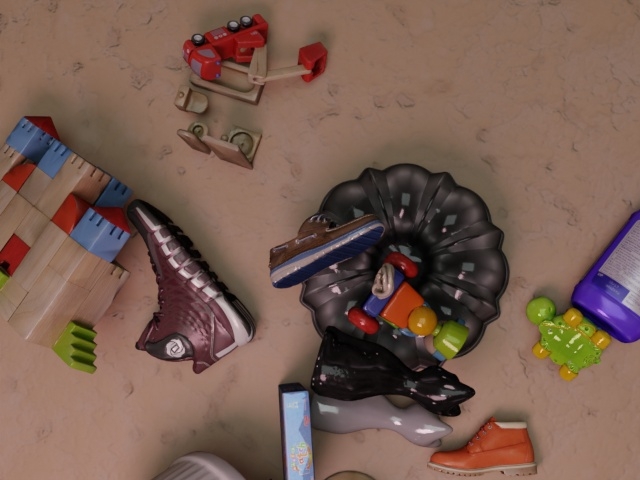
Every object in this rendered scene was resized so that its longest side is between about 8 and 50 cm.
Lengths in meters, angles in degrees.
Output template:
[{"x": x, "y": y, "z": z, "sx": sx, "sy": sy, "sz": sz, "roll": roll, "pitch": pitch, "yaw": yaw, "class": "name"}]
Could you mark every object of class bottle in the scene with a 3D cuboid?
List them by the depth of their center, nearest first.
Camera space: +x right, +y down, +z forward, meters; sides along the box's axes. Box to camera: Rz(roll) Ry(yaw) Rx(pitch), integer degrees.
[{"x": 0.488, "y": 0.010, "z": 1.108, "sx": 0.118, "sy": 0.092, "sz": 0.283, "roll": 38, "pitch": 87, "yaw": 12, "class": "bottle"}]

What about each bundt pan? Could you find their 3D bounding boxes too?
[{"x": 0.118, "y": 0.034, "z": 1.125, "sx": 0.330, "sy": 0.124, "sz": 0.331, "roll": -1, "pitch": 82, "yaw": 6, "class": "bundt pan"}]

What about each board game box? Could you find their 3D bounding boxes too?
[{"x": -0.034, "y": 0.283, "z": 1.061, "sx": 0.039, "sy": 0.211, "sz": 0.160, "roll": -3, "pitch": 82, "yaw": -6, "class": "board game box"}]

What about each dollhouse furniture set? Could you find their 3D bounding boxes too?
[{"x": -0.156, "y": -0.213, "z": 1.179, "sx": 0.144, "sy": 0.123, "sz": 0.151, "roll": 19, "pitch": 85, "yaw": 7, "class": "dollhouse furniture set"}]

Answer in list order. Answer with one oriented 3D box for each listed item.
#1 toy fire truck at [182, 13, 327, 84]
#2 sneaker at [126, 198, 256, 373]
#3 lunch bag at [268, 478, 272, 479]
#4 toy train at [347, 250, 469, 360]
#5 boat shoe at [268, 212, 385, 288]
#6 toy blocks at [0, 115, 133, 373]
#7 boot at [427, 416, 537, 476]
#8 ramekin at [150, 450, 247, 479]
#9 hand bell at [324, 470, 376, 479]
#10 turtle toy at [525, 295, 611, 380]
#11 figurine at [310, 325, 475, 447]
[{"x": -0.101, "y": -0.285, "z": 1.195, "sx": 0.192, "sy": 0.047, "sz": 0.135, "roll": -28, "pitch": 65, "yaw": -22, "class": "toy fire truck"}, {"x": -0.241, "y": 0.083, "z": 1.163, "sx": 0.162, "sy": 0.106, "sz": 0.281, "roll": -41, "pitch": 82, "yaw": 2, "class": "sneaker"}, {"x": -0.094, "y": 0.441, "z": 1.106, "sx": 0.129, "sy": 0.096, "sz": 0.151, "roll": 51, "pitch": 119, "yaw": 14, "class": "lunch bag"}, {"x": 0.118, "y": 0.092, "z": 0.933, "sx": 0.143, "sy": 0.248, "sz": 0.105, "roll": 35, "pitch": 87, "yaw": 4, "class": "toy train"}, {"x": 0.000, "y": 0.000, "z": 1.047, "sx": 0.183, "sy": 0.066, "sz": 0.066, "roll": -27, "pitch": 68, "yaw": 21, "class": "boat shoe"}, {"x": -0.397, "y": -0.022, "z": 1.135, "sx": 0.381, "sy": 0.191, "sz": 0.261, "roll": 33, "pitch": 86, "yaw": 33, "class": "toy blocks"}, {"x": 0.231, "y": 0.300, "z": 1.118, "sx": 0.158, "sy": 0.059, "sz": 0.085, "roll": -3, "pitch": 80, "yaw": -3, "class": "boot"}, {"x": -0.172, "y": 0.432, "z": 1.025, "sx": 0.127, "sy": 0.273, "sz": 0.273, "roll": -15, "pitch": 79, "yaw": -41, "class": "ramekin"}, {"x": 0.035, "y": 0.395, "z": 1.027, "sx": 0.126, "sy": 0.242, "sz": 0.126, "roll": -1, "pitch": 84, "yaw": 5, "class": "hand bell"}, {"x": 0.354, "y": 0.134, "z": 1.116, "sx": 0.130, "sy": 0.066, "sz": 0.095, "roll": 40, "pitch": 118, "yaw": 8, "class": "turtle toy"}, {"x": 0.093, "y": 0.224, "z": 1.076, "sx": 0.209, "sy": 0.215, "sz": 0.092, "roll": 14, "pitch": 57, "yaw": 6, "class": "figurine"}]
